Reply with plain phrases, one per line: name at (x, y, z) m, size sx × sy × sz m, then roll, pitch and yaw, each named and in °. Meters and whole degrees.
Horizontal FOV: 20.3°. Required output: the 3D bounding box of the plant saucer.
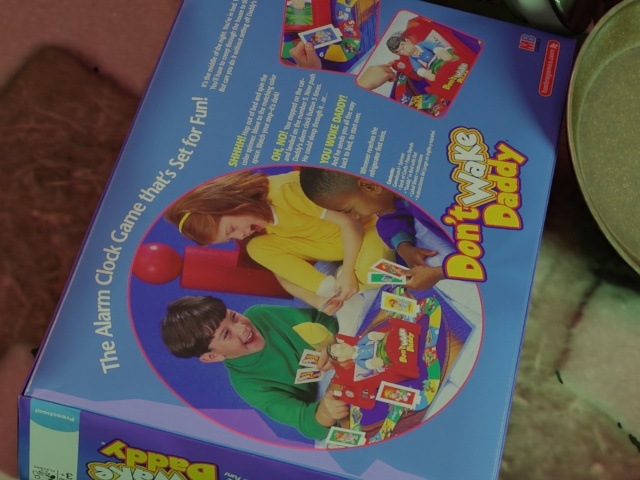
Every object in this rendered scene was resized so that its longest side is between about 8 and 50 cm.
plant saucer at (0.219, -0.051, 1.048) m, size 0.199 × 0.036 × 0.198 m, roll 8°, pitch 73°, yaw -26°

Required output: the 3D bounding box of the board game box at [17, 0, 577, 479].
board game box at (0.000, 0.000, 0.981) m, size 0.233 × 0.078 × 0.347 m, roll 15°, pitch 50°, yaw 2°

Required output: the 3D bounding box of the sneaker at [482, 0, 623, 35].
sneaker at (0.148, -0.275, 1.204) m, size 0.182 × 0.158 × 0.410 m, roll 4°, pitch 33°, yaw 27°
